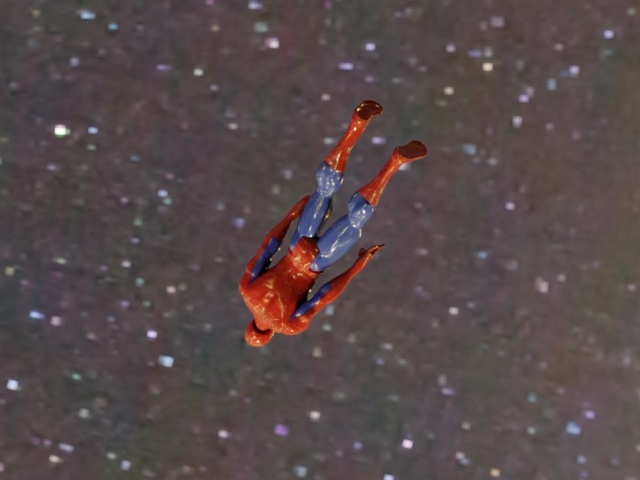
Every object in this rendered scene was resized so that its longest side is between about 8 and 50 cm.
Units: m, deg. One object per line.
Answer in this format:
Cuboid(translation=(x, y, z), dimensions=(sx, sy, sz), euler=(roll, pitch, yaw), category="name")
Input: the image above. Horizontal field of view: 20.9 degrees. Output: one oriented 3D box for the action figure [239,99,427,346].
Cuboid(translation=(0.000, 0.000, 0.664), dimensions=(0.115, 0.038, 0.030), euler=(-55, -13, 30), category="action figure")
